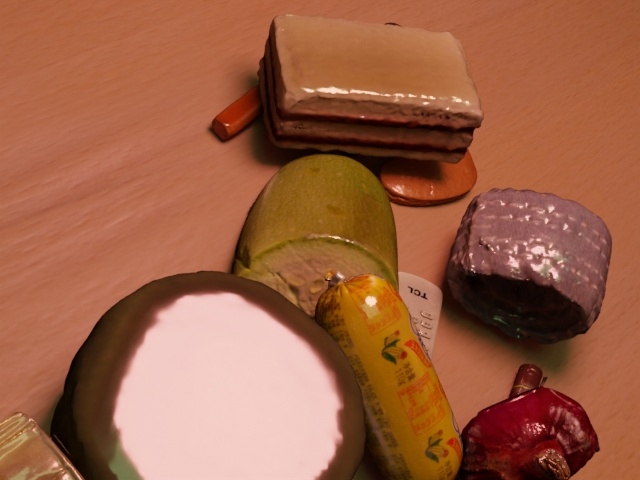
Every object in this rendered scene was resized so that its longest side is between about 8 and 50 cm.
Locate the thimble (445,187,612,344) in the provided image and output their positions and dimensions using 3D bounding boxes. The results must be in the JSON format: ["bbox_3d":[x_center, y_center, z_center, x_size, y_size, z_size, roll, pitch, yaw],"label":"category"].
[{"bbox_3d":[0.311,0.037,1.478,0.236,0.205,0.172,30,54,-11],"label":"thimble"}]

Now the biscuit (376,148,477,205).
[{"bbox_3d":[0.163,-0.146,1.631,0.186,0.036,0.192,-7,63,-25],"label":"biscuit"}]

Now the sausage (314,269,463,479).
[{"bbox_3d":[0.092,0.192,1.286,0.123,0.123,0.347,-33,104,-35],"label":"sausage"}]

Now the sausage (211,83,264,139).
[{"bbox_3d":[-0.116,-0.202,1.539,0.041,0.039,0.131,37,51,10],"label":"sausage"}]

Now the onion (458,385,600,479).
[{"bbox_3d":[0.271,0.275,1.300,0.195,0.218,0.140,-26,80,0],"label":"onion"}]

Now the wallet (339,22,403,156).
[{"bbox_3d":[0.087,-0.255,1.647,0.165,0.042,0.309,36,52,17],"label":"wallet"}]

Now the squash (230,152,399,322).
[{"bbox_3d":[0.000,0.000,1.454,0.233,0.210,0.309,19,26,-11],"label":"squash"}]

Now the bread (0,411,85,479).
[{"bbox_3d":[-0.309,0.295,1.042,0.110,0.210,0.192,-34,78,-31],"label":"bread"}]

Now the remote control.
[{"bbox_3d":[0.127,0.133,1.447,0.087,0.029,0.190,24,53,-10],"label":"remote control"}]

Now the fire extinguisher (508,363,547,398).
[{"bbox_3d":[0.291,0.243,1.449,0.056,0.039,0.132,26,53,4],"label":"fire extinguisher"}]

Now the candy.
[{"bbox_3d":[0.074,-0.232,1.511,0.320,0.135,0.179,5,51,-14],"label":"candy"}]

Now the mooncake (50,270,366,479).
[{"bbox_3d":[-0.134,0.221,1.177,0.356,0.194,0.356,11,53,-15],"label":"mooncake"}]
